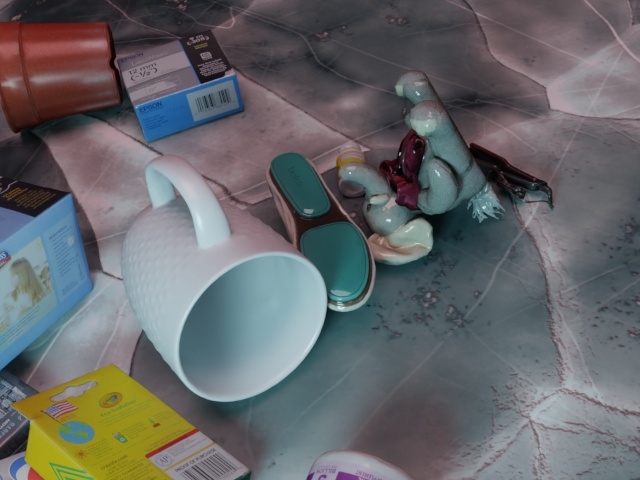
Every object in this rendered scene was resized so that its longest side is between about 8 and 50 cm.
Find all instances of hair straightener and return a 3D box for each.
[{"bbox_3d":[0.361,-0.116,1.599,0.089,0.047,0.230,-38,55,-23],"label":"hair straightener"}]

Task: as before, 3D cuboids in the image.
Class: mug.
[{"bbox_3d":[-0.198,0.029,1.336,0.276,0.374,0.328,-28,41,-22],"label":"mug"}]

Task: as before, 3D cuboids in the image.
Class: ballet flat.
[{"bbox_3d":[0.000,0.000,1.495,0.139,0.139,0.400,-20,50,-8],"label":"ballet flat"}]

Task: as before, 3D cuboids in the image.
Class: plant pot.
[{"bbox_3d":[-0.628,-0.413,1.943,0.265,0.272,0.272,-10,45,-9],"label":"plant pot"}]

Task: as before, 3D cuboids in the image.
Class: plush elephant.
[{"bbox_3d":[0.162,-0.112,1.500,0.255,0.330,0.272,-30,30,13],"label":"plush elephant"}]

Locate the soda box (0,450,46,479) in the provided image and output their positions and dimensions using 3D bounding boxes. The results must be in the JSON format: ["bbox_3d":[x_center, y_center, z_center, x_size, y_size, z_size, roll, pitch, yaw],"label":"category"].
[{"bbox_3d":[-0.464,0.380,1.170,0.092,0.083,0.263,34,31,34],"label":"soda box"}]

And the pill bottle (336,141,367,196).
[{"bbox_3d":[0.066,-0.150,1.669,0.065,0.065,0.116,-7,45,4],"label":"pill bottle"}]

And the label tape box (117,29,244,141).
[{"bbox_3d":[-0.359,-0.413,1.977,0.249,0.115,0.347,-21,48,-9],"label":"label tape box"}]

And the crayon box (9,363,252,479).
[{"bbox_3d":[-0.288,0.320,1.197,0.319,0.081,0.202,30,27,28],"label":"crayon box"}]

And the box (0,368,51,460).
[{"bbox_3d":[-0.585,0.324,1.343,0.183,0.059,0.232,22,53,29],"label":"box"}]

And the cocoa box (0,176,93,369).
[{"bbox_3d":[-0.614,0.066,1.430,0.228,0.231,0.347,12,35,21],"label":"cocoa box"}]

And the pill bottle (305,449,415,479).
[{"bbox_3d":[0.018,0.440,1.034,0.169,0.169,0.301,9,49,20],"label":"pill bottle"}]
